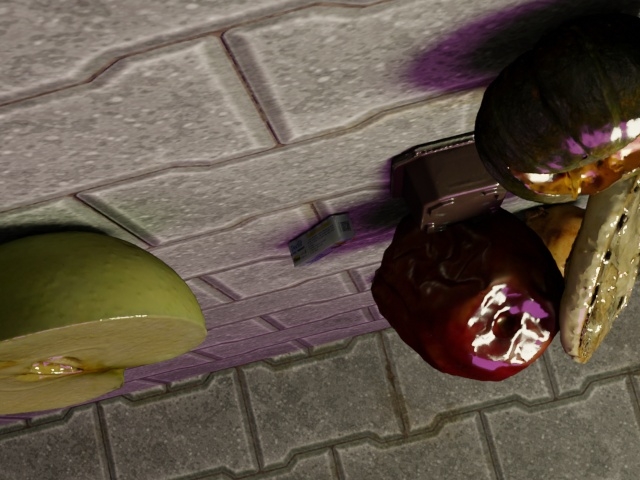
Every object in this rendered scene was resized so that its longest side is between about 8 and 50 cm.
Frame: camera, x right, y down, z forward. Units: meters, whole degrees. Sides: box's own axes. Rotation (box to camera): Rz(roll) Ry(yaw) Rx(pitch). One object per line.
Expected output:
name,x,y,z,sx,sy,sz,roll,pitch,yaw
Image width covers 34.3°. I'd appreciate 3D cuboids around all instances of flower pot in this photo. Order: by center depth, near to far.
flower pot,0.195,-0.075,1.474,0.179,0.084,0.251,-14,169,0

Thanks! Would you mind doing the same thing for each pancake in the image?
pancake,0.429,-0.002,1.528,0.082,0.386,0.387,19,-178,23

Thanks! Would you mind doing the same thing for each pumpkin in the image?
pumpkin,0.274,-0.139,1.076,0.238,0.159,0.238,-21,167,-5

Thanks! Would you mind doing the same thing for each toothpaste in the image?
toothpaste,0.000,0.000,1.701,0.034,0.046,0.164,-11,168,-32

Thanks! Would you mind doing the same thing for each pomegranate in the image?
pomegranate,0.458,0.027,1.996,0.215,0.215,0.215,-13,168,-3

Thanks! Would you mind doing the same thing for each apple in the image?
apple,-0.356,0.135,1.358,0.312,0.320,0.360,26,-172,36

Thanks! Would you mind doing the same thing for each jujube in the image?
jujube,0.232,0.074,1.666,0.277,0.276,0.377,-11,-159,-13
